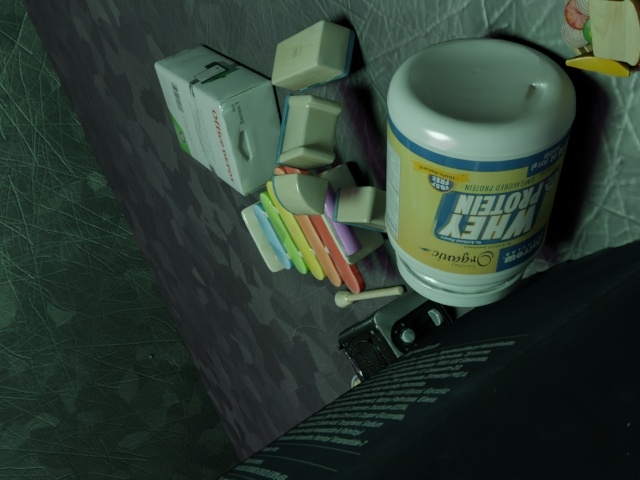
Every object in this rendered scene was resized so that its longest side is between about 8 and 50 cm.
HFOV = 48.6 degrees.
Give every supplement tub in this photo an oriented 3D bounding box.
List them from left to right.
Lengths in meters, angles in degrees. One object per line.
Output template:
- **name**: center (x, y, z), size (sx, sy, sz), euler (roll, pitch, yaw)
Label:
- **supplement tub**: center (0.128, -0.053, 0.606), size (0.144, 0.144, 0.199), euler (42, 151, 36)

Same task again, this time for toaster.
- **toaster**: center (0.118, 0.162, 0.922), size (0.168, 0.110, 0.185), euler (58, 157, 7)

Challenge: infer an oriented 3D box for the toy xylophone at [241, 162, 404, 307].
- **toy xylophone**: center (0.000, 0.000, 1.009), size (0.236, 0.081, 0.323), euler (60, 158, 1)

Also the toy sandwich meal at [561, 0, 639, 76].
- **toy sandwich meal**: center (0.199, -0.148, 0.494), size (0.085, 0.029, 0.085), euler (45, 153, 31)

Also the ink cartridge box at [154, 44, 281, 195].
- **ink cartridge box**: center (-0.151, -0.188, 1.087), size (0.219, 0.093, 0.160), euler (36, 148, 43)

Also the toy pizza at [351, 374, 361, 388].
- **toy pizza**: center (0.110, 0.322, 1.223), size (0.201, 0.032, 0.201), euler (46, 153, 32)

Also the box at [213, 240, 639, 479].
- **box**: center (0.166, 0.325, 0.548), size (0.479, 0.472, 0.297), euler (59, 156, 3)

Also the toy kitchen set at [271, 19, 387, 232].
- **toy kitchen set**: center (0.029, -0.123, 0.837), size (0.122, 0.166, 0.207), euler (5, 85, 62)
